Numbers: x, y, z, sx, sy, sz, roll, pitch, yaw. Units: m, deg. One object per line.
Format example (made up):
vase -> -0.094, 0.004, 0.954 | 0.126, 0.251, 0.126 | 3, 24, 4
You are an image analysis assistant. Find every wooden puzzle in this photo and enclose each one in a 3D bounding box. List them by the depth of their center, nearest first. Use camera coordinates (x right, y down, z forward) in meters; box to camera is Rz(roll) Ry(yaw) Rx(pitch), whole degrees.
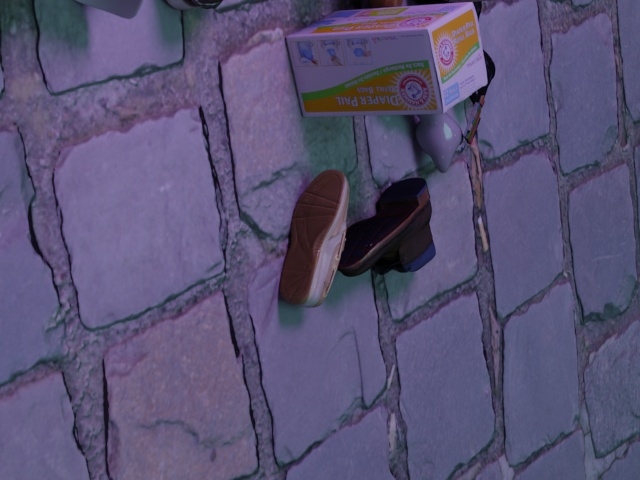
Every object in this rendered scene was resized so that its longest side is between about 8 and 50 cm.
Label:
wooden puzzle -> 0.207, -0.159, 2.061 | 0.049, 0.006, 0.083 | 35, 74, -75

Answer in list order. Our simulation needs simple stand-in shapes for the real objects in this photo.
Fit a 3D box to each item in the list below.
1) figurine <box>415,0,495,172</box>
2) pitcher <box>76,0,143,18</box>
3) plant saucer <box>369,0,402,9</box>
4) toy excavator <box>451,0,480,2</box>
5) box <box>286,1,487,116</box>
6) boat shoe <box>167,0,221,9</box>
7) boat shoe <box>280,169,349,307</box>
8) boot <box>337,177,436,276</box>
figurine -> 0.166, -0.226, 2.038 | 0.215, 0.092, 0.209 | -62, 142, -31
pitcher -> -0.177, -0.342, 1.465 | 0.125, 0.178, 0.207 | 20, 73, -7
plant saucer -> 0.097, -0.362, 1.897 | 0.200, 0.037, 0.200 | 14, 90, -86
toy excavator -> 0.225, -0.552, 1.933 | 0.445, 0.222, 0.433 | -39, 125, -56
box -> 0.079, -0.213, 1.800 | 0.114, 0.203, 0.103 | -36, 121, -48
boat shoe -> -0.076, -0.390, 1.662 | 0.116, 0.096, 0.324 | 50, 52, -44
boat shoe -> 0.000, 0.000, 1.829 | 0.059, 0.063, 0.170 | 30, 77, -55
boot -> 0.093, 0.014, 1.941 | 0.219, 0.082, 0.106 | -46, 125, -47
